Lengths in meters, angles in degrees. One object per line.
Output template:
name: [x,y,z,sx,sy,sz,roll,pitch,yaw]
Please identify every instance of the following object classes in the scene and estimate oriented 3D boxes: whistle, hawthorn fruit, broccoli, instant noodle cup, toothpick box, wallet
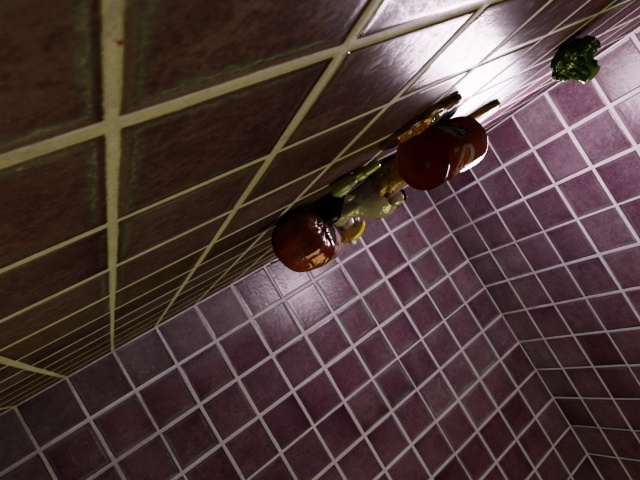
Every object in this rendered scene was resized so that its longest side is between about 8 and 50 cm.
whistle: [0.122,-0.213,1.637,0.198,0.057,0.104,-30,178,7]
hawthorn fruit: [-0.089,0.021,1.775,0.271,0.242,0.242,-32,177,16]
broccoli: [0.903,-0.635,1.655,0.195,0.156,0.195,-25,143,-21]
instant noodle cup: [0.000,0.000,2.537,0.243,0.243,0.231,-31,172,0]
toothpick box: [0.440,-0.319,1.688,0.333,0.204,0.204,-27,176,-44]
wallet: [-0.004,-0.096,1.944,0.309,0.042,0.165,-31,-148,49]

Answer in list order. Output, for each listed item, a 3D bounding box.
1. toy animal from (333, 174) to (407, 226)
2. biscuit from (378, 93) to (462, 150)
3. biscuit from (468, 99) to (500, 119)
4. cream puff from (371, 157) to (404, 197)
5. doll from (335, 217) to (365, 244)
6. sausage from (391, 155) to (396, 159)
toy animal: [0.172,-0.160,2.068,0.357,0.194,0.258,-23,-174,-8]
biscuit: [0.299,-0.348,1.407,0.280,0.043,0.183,-34,174,10]
biscuit: [0.703,-0.551,2.151,0.262,0.037,0.262,-30,178,-1]
cream puff: [0.281,-0.256,1.886,0.189,0.129,0.189,-37,171,-6]
doll: [0.151,-0.091,2.687,0.237,0.252,0.111,-23,159,34]
sausage: [0.287,-0.322,1.946,0.015,0.015,0.100,-29,176,-38]
